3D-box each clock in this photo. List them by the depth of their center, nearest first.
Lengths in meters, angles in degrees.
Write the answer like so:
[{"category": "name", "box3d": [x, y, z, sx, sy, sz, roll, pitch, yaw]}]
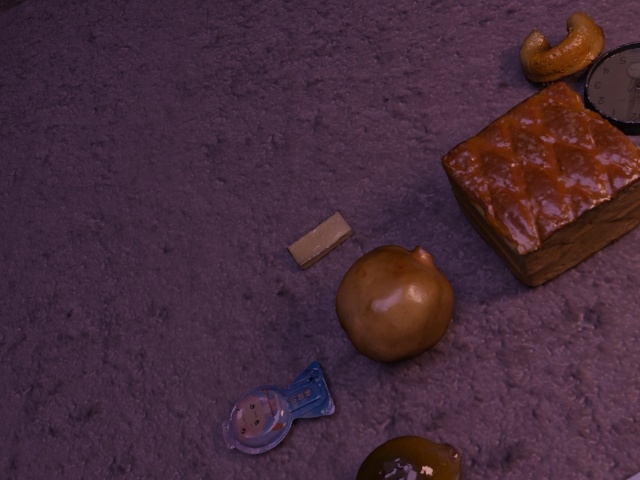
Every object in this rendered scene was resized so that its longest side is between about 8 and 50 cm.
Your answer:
[{"category": "clock", "box3d": [0.654, -0.315, 1.290, 0.214, 0.042, 0.215, -11, 61, 19]}]

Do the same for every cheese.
[{"category": "cheese", "box3d": [-0.092, 0.345, 1.274, 0.244, 0.052, 0.135, -28, 56, 9]}]

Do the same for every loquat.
[{"category": "loquat", "box3d": [0.152, 0.411, 1.075, 0.195, 0.152, 0.152, -34, 55, 14]}]

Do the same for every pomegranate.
[{"category": "pomegranate", "box3d": [0.136, 0.119, 1.196, 0.232, 0.233, 0.233, -11, 60, 19]}]

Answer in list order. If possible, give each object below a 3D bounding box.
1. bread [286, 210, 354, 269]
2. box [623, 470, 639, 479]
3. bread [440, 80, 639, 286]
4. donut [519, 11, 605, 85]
[{"category": "bread", "box3d": [0.000, 0.000, 1.430, 0.153, 0.028, 0.068, -37, 55, 2]}, {"category": "box", "box3d": [0.566, 0.392, 0.939, 0.242, 0.067, 0.155, -34, 57, 4]}, {"category": "bread", "box3d": [0.420, -0.098, 1.182, 0.279, 0.207, 0.279, -36, 56, 2]}, {"category": "donut", "box3d": [0.512, -0.413, 1.361, 0.181, 0.078, 0.146, -6, 54, 41]}]
